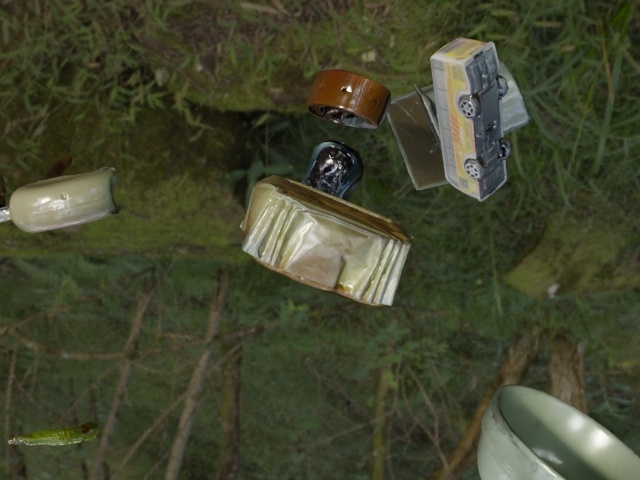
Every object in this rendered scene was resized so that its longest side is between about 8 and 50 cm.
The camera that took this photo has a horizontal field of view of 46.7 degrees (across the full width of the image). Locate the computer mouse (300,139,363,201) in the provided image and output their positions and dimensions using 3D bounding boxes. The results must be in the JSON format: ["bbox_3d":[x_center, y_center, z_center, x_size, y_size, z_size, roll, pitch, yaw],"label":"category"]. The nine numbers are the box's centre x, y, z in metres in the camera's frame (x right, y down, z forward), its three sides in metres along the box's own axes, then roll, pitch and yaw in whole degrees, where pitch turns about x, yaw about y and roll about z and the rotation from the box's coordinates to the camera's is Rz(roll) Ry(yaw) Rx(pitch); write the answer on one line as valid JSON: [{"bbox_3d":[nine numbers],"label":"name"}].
[{"bbox_3d":[0.018,-0.134,1.820,0.137,0.096,0.233,31,130,16],"label":"computer mouse"}]

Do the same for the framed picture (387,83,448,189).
[{"bbox_3d":[0.285,-0.273,1.980,0.192,0.018,0.266,-11,107,44],"label":"framed picture"}]

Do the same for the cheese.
[{"bbox_3d":[-0.280,-0.035,0.743,0.171,0.092,0.048,-8,102,18],"label":"cheese"}]

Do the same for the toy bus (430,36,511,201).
[{"bbox_3d":[0.249,-0.197,1.230,0.106,0.092,0.268,29,147,41],"label":"toy bus"}]

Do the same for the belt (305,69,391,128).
[{"bbox_3d":[0.068,-0.332,1.755,0.184,0.105,0.261,18,180,-11],"label":"belt"}]

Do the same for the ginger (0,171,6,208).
[{"bbox_3d":[-0.601,-0.127,1.043,0.269,0.200,0.223,25,164,14],"label":"ginger"}]

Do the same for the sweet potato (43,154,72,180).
[{"bbox_3d":[-0.469,-0.088,1.285,0.044,0.179,0.044,1,143,1],"label":"sweet potato"}]

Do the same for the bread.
[{"bbox_3d":[0.001,0.002,0.959,0.209,0.110,0.192,20,-171,-11],"label":"bread"}]

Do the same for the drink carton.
[{"bbox_3d":[0.309,-0.272,1.519,0.189,0.191,0.185,-28,108,11],"label":"drink carton"}]

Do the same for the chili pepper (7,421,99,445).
[{"bbox_3d":[-0.519,0.391,1.488,0.049,0.043,0.208,32,-169,32],"label":"chili pepper"}]

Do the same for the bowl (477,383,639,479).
[{"bbox_3d":[0.383,0.387,1.197,0.307,0.307,0.163,23,108,-3],"label":"bowl"}]
